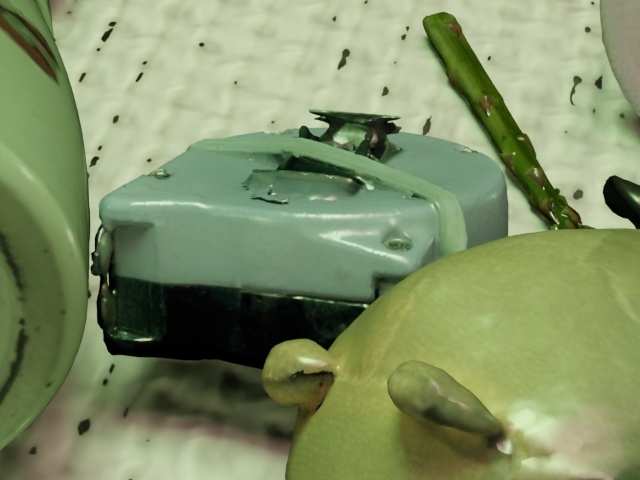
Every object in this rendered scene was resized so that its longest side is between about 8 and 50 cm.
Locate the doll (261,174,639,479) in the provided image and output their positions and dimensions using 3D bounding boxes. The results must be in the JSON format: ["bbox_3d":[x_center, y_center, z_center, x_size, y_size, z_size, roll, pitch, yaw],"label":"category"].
[{"bbox_3d":[0.151,0.081,0.793,0.349,0.247,0.247,-2,40,-27],"label":"doll"}]

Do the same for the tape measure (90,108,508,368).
[{"bbox_3d":[0.002,-0.002,0.937,0.182,0.107,0.181,3,19,12],"label":"tape measure"}]

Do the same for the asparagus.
[{"bbox_3d":[0.112,-0.059,1.120,0.024,0.025,0.248,35,19,-42],"label":"asparagus"}]

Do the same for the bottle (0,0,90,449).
[{"bbox_3d":[-0.218,-0.070,0.927,0.229,0.229,0.352,2,34,-8],"label":"bottle"}]

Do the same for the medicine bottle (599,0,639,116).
[{"bbox_3d":[0.321,-0.199,1.181,0.212,0.212,0.325,23,41,17],"label":"medicine bottle"}]
